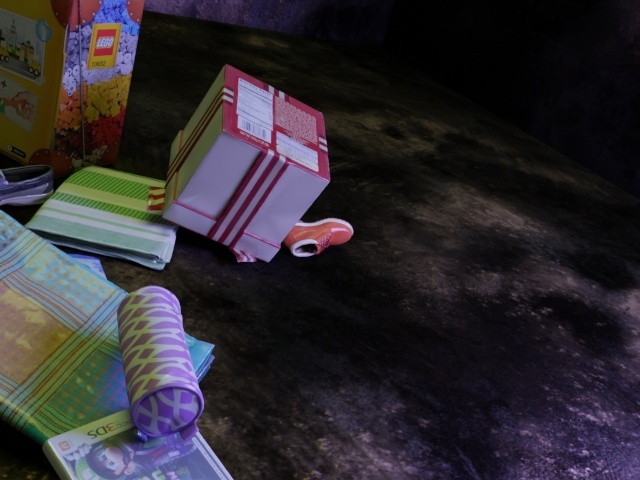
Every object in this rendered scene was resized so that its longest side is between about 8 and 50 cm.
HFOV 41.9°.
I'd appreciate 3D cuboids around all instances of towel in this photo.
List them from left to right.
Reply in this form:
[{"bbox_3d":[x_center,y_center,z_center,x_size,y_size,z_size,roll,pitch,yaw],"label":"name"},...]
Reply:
[{"bbox_3d":[-0.332,0.118,1.036,0.370,0.040,0.271,34,33,-2],"label":"towel"},{"bbox_3d":[-0.375,-0.053,1.554,0.247,0.038,0.325,14,25,-4],"label":"towel"}]

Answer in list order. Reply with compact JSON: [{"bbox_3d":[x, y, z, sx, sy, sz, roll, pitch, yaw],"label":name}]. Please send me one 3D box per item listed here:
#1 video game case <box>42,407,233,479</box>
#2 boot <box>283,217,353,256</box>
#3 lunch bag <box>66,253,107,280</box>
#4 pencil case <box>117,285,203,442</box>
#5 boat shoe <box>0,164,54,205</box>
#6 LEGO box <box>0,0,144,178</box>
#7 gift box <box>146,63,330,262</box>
[{"bbox_3d":[-0.182,0.267,0.917,0.173,0.022,0.190,-15,56,-49],"label":"video game case"},{"bbox_3d":[0.000,0.000,1.654,0.157,0.059,0.085,-4,33,-22],"label":"boot"},{"bbox_3d":[-0.380,0.081,1.178,0.151,0.096,0.129,11,22,-35],"label":"lunch bag"},{"bbox_3d":[-0.190,0.141,0.993,0.088,0.086,0.206,46,11,-37],"label":"pencil case"},{"bbox_3d":[-0.578,-0.101,1.478,0.223,0.073,0.080,-8,33,-43],"label":"boat shoe"},{"bbox_3d":[-0.642,-0.401,1.730,0.500,0.373,0.193,26,25,21],"label":"LEGO box"},{"bbox_3d":[-0.153,-0.122,1.531,0.255,0.258,0.276,27,36,-19],"label":"gift box"}]
